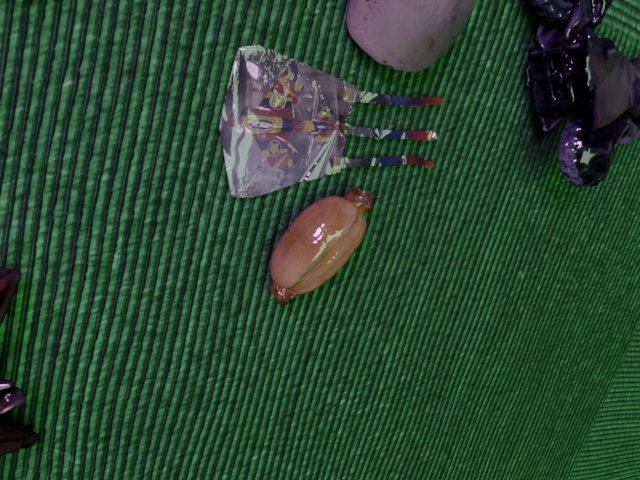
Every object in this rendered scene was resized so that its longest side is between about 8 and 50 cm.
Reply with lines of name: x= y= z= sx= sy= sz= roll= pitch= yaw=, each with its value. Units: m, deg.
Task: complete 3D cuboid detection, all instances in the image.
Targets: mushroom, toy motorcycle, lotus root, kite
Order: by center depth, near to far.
mushroom: x=0.095 y=-0.255 z=0.475 sx=0.116 sy=0.093 sz=0.225 roll=-4 pitch=146 yaw=-17
kite: x=0.018 y=-0.111 z=0.565 sx=0.245 sy=0.015 sz=0.141 roll=-2 pitch=112 yaw=-25
lotus root: x=0.000 y=0.000 z=0.573 sx=0.150 sy=0.062 sz=0.073 roll=-48 pitch=132 yaw=-4
toy motorcycle: x=0.310 y=-0.201 z=0.640 sx=0.159 sy=0.106 sz=0.271 roll=-23 pitch=109 yaw=-23

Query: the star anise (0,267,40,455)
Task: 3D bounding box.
star anise: x=-0.325 y=0.128 z=0.415 sx=0.212 sy=0.129 sz=0.283 roll=-9 pitch=106 yaw=-32
